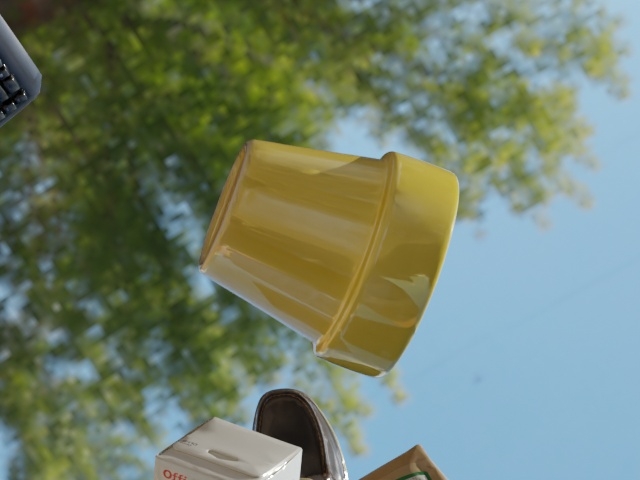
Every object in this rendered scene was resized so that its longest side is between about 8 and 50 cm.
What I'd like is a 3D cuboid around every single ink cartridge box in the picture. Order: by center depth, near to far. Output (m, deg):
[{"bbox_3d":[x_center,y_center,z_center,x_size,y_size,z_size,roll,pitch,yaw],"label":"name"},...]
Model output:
[{"bbox_3d":[-0.109,0.314,2.097,0.128,0.176,0.127,17,-155,24],"label":"ink cartridge box"}]

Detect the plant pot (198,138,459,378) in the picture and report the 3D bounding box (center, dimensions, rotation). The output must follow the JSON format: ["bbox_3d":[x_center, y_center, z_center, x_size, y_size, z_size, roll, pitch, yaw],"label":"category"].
[{"bbox_3d":[0.000,0.000,2.091,0.254,0.239,0.254,-159,-90,-83],"label":"plant pot"}]

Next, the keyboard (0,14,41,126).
[{"bbox_3d":[-0.373,-0.166,1.523,0.201,0.317,0.033,-37,-131,-4],"label":"keyboard"}]

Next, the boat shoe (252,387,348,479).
[{"bbox_3d":[-0.022,0.362,2.423,0.132,0.355,0.130,-10,166,1],"label":"boat shoe"}]

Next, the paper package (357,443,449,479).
[{"bbox_3d":[0.040,0.434,1.988,0.325,0.309,0.168,-27,-140,-16],"label":"paper package"}]
